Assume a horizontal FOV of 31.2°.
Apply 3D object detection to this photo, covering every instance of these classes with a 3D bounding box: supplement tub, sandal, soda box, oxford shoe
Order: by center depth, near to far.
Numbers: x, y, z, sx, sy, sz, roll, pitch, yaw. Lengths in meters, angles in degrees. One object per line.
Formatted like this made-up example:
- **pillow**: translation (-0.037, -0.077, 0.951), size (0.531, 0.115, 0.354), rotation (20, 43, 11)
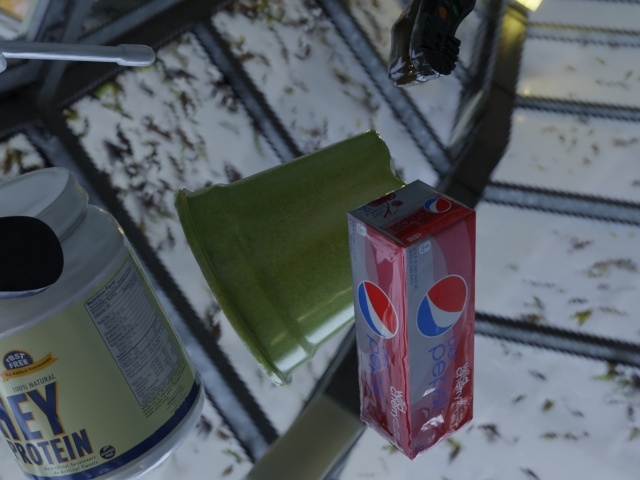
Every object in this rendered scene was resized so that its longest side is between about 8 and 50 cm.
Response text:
- **sandal**: translation (-0.331, 0.023, 0.962), size (0.254, 0.054, 0.097), rotation (-20, -97, -41)
- **soda box**: translation (0.091, 0.081, 1.108), size (0.092, 0.263, 0.083), rotation (-27, -141, -29)
- **supplement tub**: translation (-0.297, 0.105, 1.308), size (0.235, 0.235, 0.324), rotation (-72, -38, -58)
- **oxford shoe**: translation (0.128, -0.277, 1.403), size (0.083, 0.096, 0.227), rotation (42, -129, -24)

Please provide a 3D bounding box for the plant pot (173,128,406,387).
- **plant pot**: translation (0.000, 0.000, 1.400), size (0.276, 0.254, 0.276), rotation (61, -176, -7)

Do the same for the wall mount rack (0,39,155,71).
- **wall mount rack**: translation (-0.285, -0.236, 0.870), size (0.350, 0.130, 0.304), rotation (40, 168, 27)
